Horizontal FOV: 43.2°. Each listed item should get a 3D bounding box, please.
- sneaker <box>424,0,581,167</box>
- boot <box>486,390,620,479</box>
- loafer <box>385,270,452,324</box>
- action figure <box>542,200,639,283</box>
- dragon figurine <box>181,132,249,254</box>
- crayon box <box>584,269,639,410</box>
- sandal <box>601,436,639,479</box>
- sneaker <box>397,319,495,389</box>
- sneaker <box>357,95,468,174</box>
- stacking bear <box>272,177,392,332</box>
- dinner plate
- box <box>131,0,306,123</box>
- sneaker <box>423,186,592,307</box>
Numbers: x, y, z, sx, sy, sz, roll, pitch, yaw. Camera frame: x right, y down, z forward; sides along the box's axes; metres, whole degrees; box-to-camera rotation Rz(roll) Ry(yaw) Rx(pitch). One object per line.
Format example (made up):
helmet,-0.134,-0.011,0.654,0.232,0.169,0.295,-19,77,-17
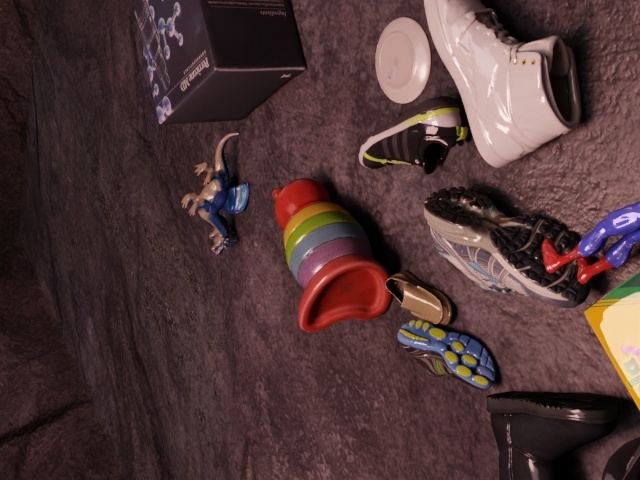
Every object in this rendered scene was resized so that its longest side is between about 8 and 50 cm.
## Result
sneaker,0.257,-0.263,1.100,0.169,0.108,0.293,-25,86,54
boot,0.329,0.319,1.123,0.246,0.094,0.207,-17,79,63
loafer,0.163,0.101,1.362,0.148,0.050,0.056,33,124,48
action figure,0.381,-0.060,0.949,0.280,0.091,0.139,-38,41,57
dragon figurine,-0.221,-0.112,1.849,0.085,0.144,0.289,37,108,48
crayon box,0.440,0.153,0.898,0.165,0.081,0.278,-46,55,38
sandal,0.429,0.278,1.004,0.097,0.054,0.254,60,141,29
sneaker,0.209,0.190,1.314,0.188,0.067,0.078,23,150,42
sneaker,0.144,-0.146,1.302,0.234,0.084,0.097,-31,73,54
stacking bear,0.000,0.000,1.492,0.164,0.175,0.289,98,153,-43
dinner plate,0.132,-0.300,1.347,0.141,0.017,0.141,21,116,54
box,-0.229,-0.476,1.665,0.293,0.212,0.396,-25,78,55
sneaker,0.270,0.025,1.165,0.283,0.110,0.122,38,150,43
